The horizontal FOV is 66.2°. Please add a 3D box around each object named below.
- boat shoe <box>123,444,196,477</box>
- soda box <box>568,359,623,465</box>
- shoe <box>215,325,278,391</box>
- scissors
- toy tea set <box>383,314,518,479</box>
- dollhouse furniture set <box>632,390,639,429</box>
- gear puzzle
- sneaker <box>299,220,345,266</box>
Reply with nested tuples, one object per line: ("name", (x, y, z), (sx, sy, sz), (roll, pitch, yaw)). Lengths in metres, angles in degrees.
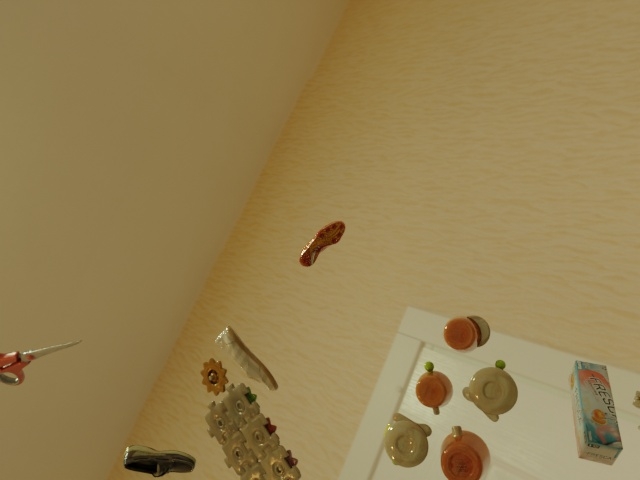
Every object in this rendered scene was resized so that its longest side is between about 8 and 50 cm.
("boat shoe", (-0.341, 0.475, 1.037), (0.152, 0.049, 0.056), (15, -66, -16))
("soda box", (0.513, 0.319, 0.924), (0.183, 0.058, 0.062), (-67, -21, -48))
("shoe", (-0.200, 0.332, 1.337), (0.058, 0.076, 0.219), (-41, -92, -15))
("scissors", (-0.591, 0.228, 0.967), (0.109, 0.297, 0.021), (42, -144, -30))
("toy tea set", (0.274, 0.316, 0.970), (0.336, 0.200, 0.124), (-65, -24, -1))
("dollhouse furniture set", (0.743, 0.352, 1.041), (0.123, 0.144, 0.151), (34, -102, -36))
("gear puzzle", (-0.179, 0.421, 1.121), (0.175, 0.339, 0.044), (-46, -20, 25))
("sneaker", (0.000, 0.000, 1.390), (0.175, 0.067, 0.064), (-41, -71, 20))
